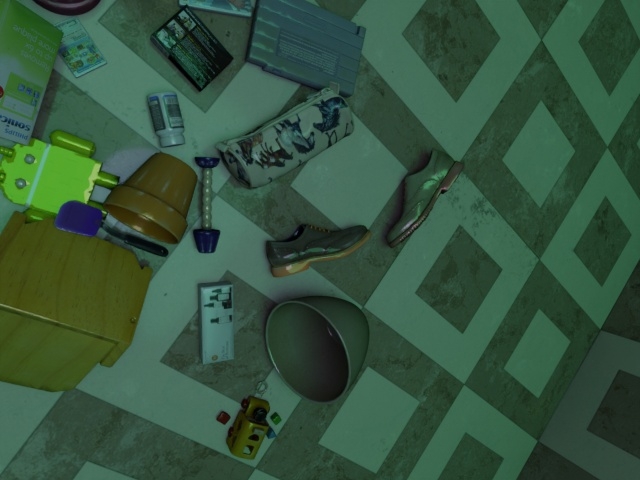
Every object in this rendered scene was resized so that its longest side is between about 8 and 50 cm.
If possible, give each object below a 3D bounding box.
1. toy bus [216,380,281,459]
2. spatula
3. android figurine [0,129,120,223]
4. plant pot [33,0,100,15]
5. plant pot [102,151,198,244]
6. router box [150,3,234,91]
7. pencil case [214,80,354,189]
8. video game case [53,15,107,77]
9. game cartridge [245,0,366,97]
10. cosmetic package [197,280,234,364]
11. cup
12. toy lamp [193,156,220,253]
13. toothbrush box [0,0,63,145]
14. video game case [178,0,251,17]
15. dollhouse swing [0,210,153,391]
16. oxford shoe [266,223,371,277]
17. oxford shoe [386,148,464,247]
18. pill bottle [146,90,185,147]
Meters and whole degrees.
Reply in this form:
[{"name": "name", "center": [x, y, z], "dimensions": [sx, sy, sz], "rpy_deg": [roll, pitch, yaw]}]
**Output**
[{"name": "toy bus", "center": [-0.217, 0.597, 1.349], "dimensions": [0.191, 0.104, 0.202], "rpy_deg": [-23, 107, -21]}, {"name": "spatula", "center": [-0.534, -0.017, 1.107], "dimensions": [0.296, 0.030, 0.084], "rpy_deg": [32, 52, -45]}, {"name": "android figurine", "center": [-0.665, -0.151, 1.049], "dimensions": [0.273, 0.056, 0.248], "rpy_deg": [21, 89, -29]}, {"name": "plant pot", "center": [-0.594, -0.642, 0.937], "dimensions": [0.201, 0.180, 0.201], "rpy_deg": [-4, 99, -26]}, {"name": "plant pot", "center": [-0.425, -0.120, 1.103], "dimensions": [0.205, 0.205, 0.187], "rpy_deg": [32, 67, -26]}, {"name": "router box", "center": [-0.349, -0.524, 1.147], "dimensions": [0.133, 0.046, 0.179], "rpy_deg": [-49, 115, -12]}, {"name": "pencil case", "center": [-0.100, -0.305, 1.234], "dimensions": [0.410, 0.160, 0.183], "rpy_deg": [-34, 130, -17]}, {"name": "video game case", "center": [-0.612, -0.484, 1.046], "dimensions": [0.087, 0.011, 0.122], "rpy_deg": [-36, 111, -17]}, {"name": "game cartridge", "center": [-0.040, -0.597, 1.280], "dimensions": [0.355, 0.068, 0.230], "rpy_deg": [10, 97, -27]}, {"name": "cosmetic package", "center": [-0.318, 0.248, 1.272], "dimensions": [0.099, 0.060, 0.238], "rpy_deg": [-3, 99, -24]}, {"name": "cup", "center": [0.023, 0.308, 1.333], "dimensions": [0.237, 0.331, 0.331], "rpy_deg": [-21, 108, -49]}, {"name": "toy lamp", "center": [-0.328, -0.100, 1.205], "dimensions": [0.080, 0.080, 0.274], "rpy_deg": [-3, 99, -25]}, {"name": "toothbrush box", "center": [-0.716, -0.378, 0.893], "dimensions": [0.122, 0.206, 0.283], "rpy_deg": [19, 90, 13]}, {"name": "video game case", "center": [-0.292, -0.729, 1.156], "dimensions": [0.201, 0.023, 0.183], "rpy_deg": [-4, 100, -25]}, {"name": "dollhouse swing", "center": [-0.687, 0.175, 1.065], "dimensions": [0.347, 0.305, 0.315], "rpy_deg": [30, 45, -33]}, {"name": "oxford shoe", "center": [0.000, 0.000, 1.353], "dimensions": [0.364, 0.130, 0.132], "rpy_deg": [-20, 100, -22]}, {"name": "oxford shoe", "center": [0.345, -0.151, 1.515], "dimensions": [0.146, 0.140, 0.397], "rpy_deg": [37, 85, 6]}, {"name": "pill bottle", "center": [-0.413, -0.325, 1.129], "dimensions": [0.078, 0.078, 0.137], "rpy_deg": [-15, 104, -23]}]
